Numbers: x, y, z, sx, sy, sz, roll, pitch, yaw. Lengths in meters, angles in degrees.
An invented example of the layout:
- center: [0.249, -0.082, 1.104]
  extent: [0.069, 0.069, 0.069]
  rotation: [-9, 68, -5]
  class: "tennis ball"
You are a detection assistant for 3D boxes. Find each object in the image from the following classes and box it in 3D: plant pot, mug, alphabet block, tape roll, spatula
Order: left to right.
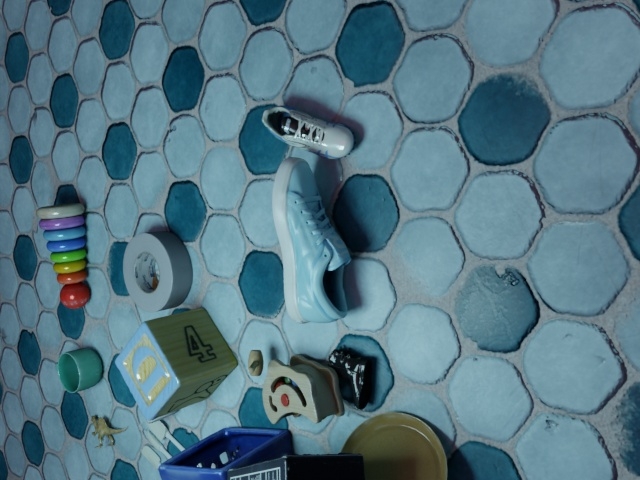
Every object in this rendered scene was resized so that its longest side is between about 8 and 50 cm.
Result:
- center: [-0.764, 0.400, 2.007]
  extent: [0.158, 0.097, 0.129]
  rotation: [41, 119, 28]
  class: "mug"
- center: [-0.451, 0.085, 1.741]
  extent: [0.219, 0.072, 0.219]
  rotation: [6, 100, 38]
  class: "tape roll"
- center: [-0.436, 0.627, 1.824]
  extent: [0.242, 0.019, 0.168]
  rotation: [32, 113, 32]
  class: "spatula"
- center: [-0.370, 0.314, 1.624]
  extent: [0.192, 0.197, 0.193]
  rotation: [-47, 67, 31]
  class: "alphabet block"
- center: [-0.207, 0.592, 1.510]
  extent: [0.236, 0.236, 0.212]
  rotation: [-12, 94, 38]
  class: "plant pot"
- center: [0.145, 0.467, 1.273]
  extent: [0.236, 0.032, 0.236]
  rotation: [-15, 54, 22]
  class: "plant pot"

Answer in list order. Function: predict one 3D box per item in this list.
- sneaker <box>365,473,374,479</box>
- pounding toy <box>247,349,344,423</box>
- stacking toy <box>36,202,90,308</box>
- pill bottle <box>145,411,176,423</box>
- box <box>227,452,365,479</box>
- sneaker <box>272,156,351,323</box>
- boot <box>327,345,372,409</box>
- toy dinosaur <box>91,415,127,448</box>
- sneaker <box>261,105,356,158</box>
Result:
- center: [0.034, 0.607, 1.393]
  extent: [0.350, 0.131, 0.148]
  rotation: [-36, 66, 29]
  class: "sneaker"
- center: [-0.087, 0.349, 1.415]
  extent: [0.270, 0.155, 0.154]
  rotation: [9, 101, 51]
  class: "pounding toy"
- center: [-0.795, 0.053, 1.979]
  extent: [0.141, 0.141, 0.330]
  rotation: [2, 101, 38]
  class: "stacking toy"
- center: [-0.474, 0.428, 1.788]
  extent: [0.087, 0.087, 0.160]
  rotation: [-32, 75, 36]
  class: "pill bottle"
- center: [-0.048, 0.582, 1.229]
  extent: [0.294, 0.183, 0.296]
  rotation: [-37, 51, 52]
  class: "box"
- center: [0.000, 0.000, 1.350]
  extent: [0.150, 0.135, 0.365]
  rotation: [-1, 103, 31]
  class: "sneaker"
- center: [0.061, 0.298, 1.378]
  extent: [0.099, 0.045, 0.121]
  rotation: [9, 98, 38]
  class: "boot"
- center: [-0.684, 0.607, 1.996]
  extent: [0.183, 0.053, 0.092]
  rotation: [6, 98, 38]
  class: "toy dinosaur"
- center: [-0.030, -0.233, 1.364]
  extent: [0.237, 0.086, 0.085]
  rotation: [24, 108, 33]
  class: "sneaker"
